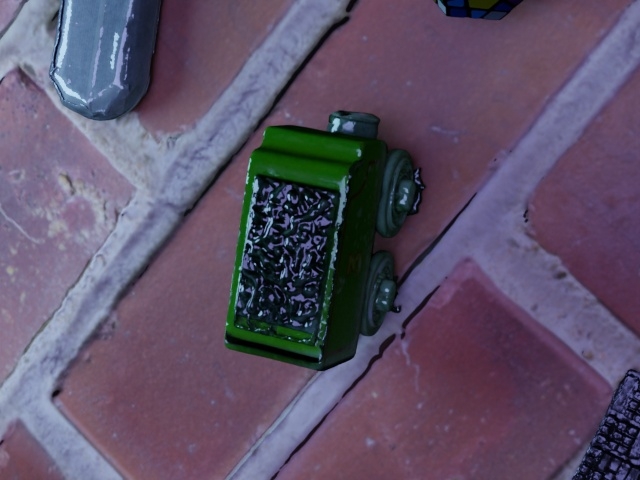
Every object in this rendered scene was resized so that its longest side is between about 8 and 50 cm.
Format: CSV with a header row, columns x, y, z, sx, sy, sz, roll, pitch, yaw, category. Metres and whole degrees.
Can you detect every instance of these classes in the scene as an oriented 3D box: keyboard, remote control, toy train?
x,y,z,sx,sy,sz,roll,pitch,yaw,category
0.265,0.233,1.562,0.072,0.023,0.231,28,105,15,keyboard
-0.214,-0.244,1.701,0.104,0.052,0.247,10,96,20,remote control
0.000,0.000,1.561,0.132,0.188,0.243,12,98,20,toy train

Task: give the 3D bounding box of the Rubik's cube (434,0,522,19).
x,y,z,sx,sy,sz,roll,pitch,yaw,category
0.143,-0.262,1.518,0.133,0.133,0.112,26,129,18,Rubik's cube
